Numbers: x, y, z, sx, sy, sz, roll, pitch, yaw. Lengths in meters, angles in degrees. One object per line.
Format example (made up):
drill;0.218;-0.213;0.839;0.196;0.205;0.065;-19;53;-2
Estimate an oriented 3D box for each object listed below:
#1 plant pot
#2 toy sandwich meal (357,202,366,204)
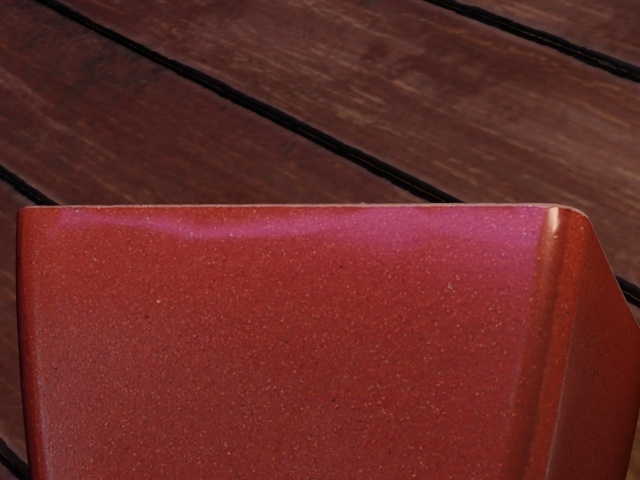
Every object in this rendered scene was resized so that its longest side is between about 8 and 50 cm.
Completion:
plant pot;0.008;0.133;0.779;0.267;0.267;0.236;1;73;18
toy sandwich meal;0.000;0.000;1.111;0.085;0.029;0.086;-14;42;13
